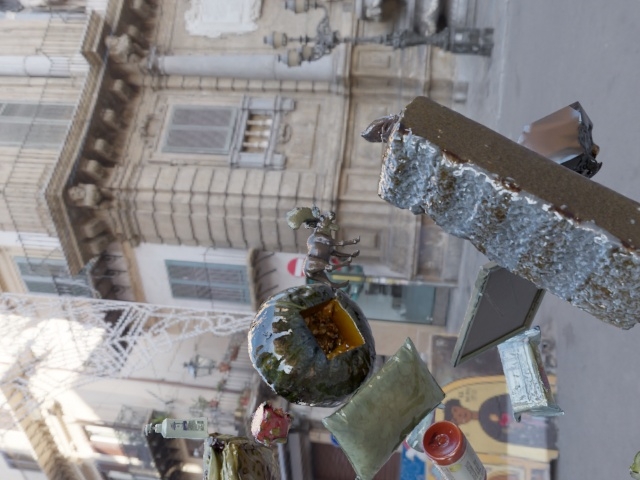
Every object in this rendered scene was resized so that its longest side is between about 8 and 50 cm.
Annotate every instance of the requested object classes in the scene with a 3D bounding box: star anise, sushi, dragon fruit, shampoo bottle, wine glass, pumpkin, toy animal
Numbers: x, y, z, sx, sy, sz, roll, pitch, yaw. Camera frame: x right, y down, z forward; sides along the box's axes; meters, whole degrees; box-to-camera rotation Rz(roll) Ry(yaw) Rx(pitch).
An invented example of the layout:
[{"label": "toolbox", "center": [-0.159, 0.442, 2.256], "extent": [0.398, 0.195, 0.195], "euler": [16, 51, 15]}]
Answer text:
[{"label": "star anise", "center": [0.201, -0.305, 1.501], "extent": [0.212, 0.197, 0.073], "euler": [-39, -61, -41]}, {"label": "sushi", "center": [0.660, -0.209, 1.553], "extent": [0.212, 0.216, 0.227], "euler": [44, -138, -28]}, {"label": "dragon fruit", "center": [-0.156, 0.600, 1.832], "extent": [0.133, 0.150, 0.208], "euler": [-63, -32, -4]}, {"label": "shampoo bottle", "center": [-0.324, 0.425, 1.268], "extent": [0.034, 0.141, 0.048], "euler": [118, 151, -41]}, {"label": "wine glass", "center": [0.320, 0.559, 1.696], "extent": [0.073, 0.073, 0.154], "euler": [-43, -24, -78]}, {"label": "shampoo bottle", "center": [0.348, 0.564, 1.393], "extent": [0.278, 0.105, 0.104], "euler": [57, -151, -34]}, {"label": "pumpkin", "center": [-0.013, 0.248, 1.337], "extent": [0.192, 0.321, 0.320], "euler": [-48, 24, 46]}, {"label": "toy animal", "center": [0.000, 0.000, 1.326], "extent": [0.093, 0.186, 0.214], "euler": [88, -161, -51]}]

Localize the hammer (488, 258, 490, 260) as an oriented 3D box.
[{"label": "hammer", "center": [0.696, 0.035, 2.009], "extent": [0.078, 0.201, 0.021], "euler": [-29, -86, -50]}]

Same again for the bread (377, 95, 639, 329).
[{"label": "bread", "center": [0.274, -0.038, 0.772], "extent": [0.113, 0.417, 0.165], "euler": [-48, -22, -26]}]

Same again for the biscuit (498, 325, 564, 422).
[{"label": "biscuit", "center": [0.725, 0.469, 1.967], "extent": [0.079, 0.186, 0.308], "euler": [18, -125, -47]}]

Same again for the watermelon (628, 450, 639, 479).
[{"label": "watermelon", "center": [0.827, 0.486, 1.175], "extent": [0.159, 0.304, 0.128], "euler": [44, -121, -52]}]

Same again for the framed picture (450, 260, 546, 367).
[{"label": "framed picture", "center": [0.391, 0.128, 1.165], "extent": [0.024, 0.232, 0.314], "euler": [51, 151, 38]}]

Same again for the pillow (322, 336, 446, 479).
[{"label": "pillow", "center": [0.148, 0.380, 1.255], "extent": [0.302, 0.075, 0.184], "euler": [-37, -77, -28]}]

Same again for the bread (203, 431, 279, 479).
[{"label": "bread", "center": [-0.196, 0.638, 1.452], "extent": [0.324, 0.167, 0.277], "euler": [82, 178, -62]}]
